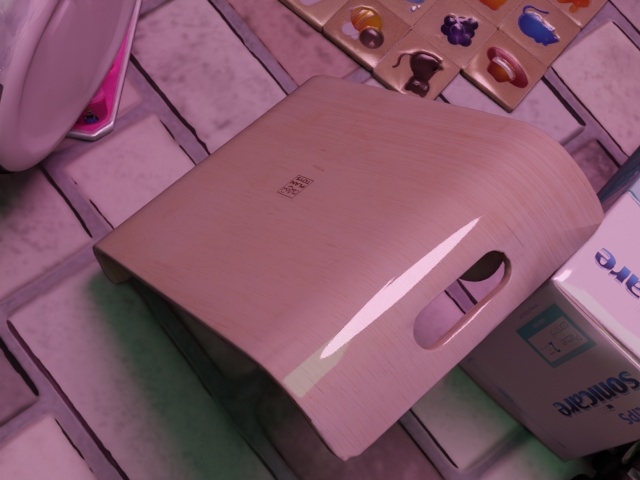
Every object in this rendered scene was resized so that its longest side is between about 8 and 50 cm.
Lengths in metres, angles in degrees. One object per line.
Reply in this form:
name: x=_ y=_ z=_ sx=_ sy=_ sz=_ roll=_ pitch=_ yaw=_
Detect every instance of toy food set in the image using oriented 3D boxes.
toy food set: x=0.000 y=0.000 z=0.643 sx=0.219 sy=0.306 sz=0.092 roll=-40 pitch=124 yaw=-19

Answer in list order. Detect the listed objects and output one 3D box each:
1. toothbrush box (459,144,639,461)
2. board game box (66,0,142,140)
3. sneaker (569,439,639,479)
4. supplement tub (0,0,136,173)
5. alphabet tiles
toothbrush box: x=0.256 y=0.003 z=0.697 sx=0.126 sy=0.216 sz=0.295 roll=42 pitch=71 yaw=7
board game box: x=-0.332 y=-0.297 z=0.798 sx=0.390 sy=0.050 sz=0.390 roll=10 pitch=69 yaw=-6
sneaker: x=0.294 y=0.181 z=0.681 sx=0.162 sy=0.106 sz=0.281 roll=43 pitch=99 yaw=-4
supplement tub: x=-0.306 y=-0.202 z=0.631 sx=0.338 sy=0.207 sz=0.207 roll=27 pitch=68 yaw=0
alphabet tiles: x=0.128 y=-0.281 z=0.889 sx=0.285 sy=0.011 sz=0.342 roll=40 pitch=69 yaw=6
